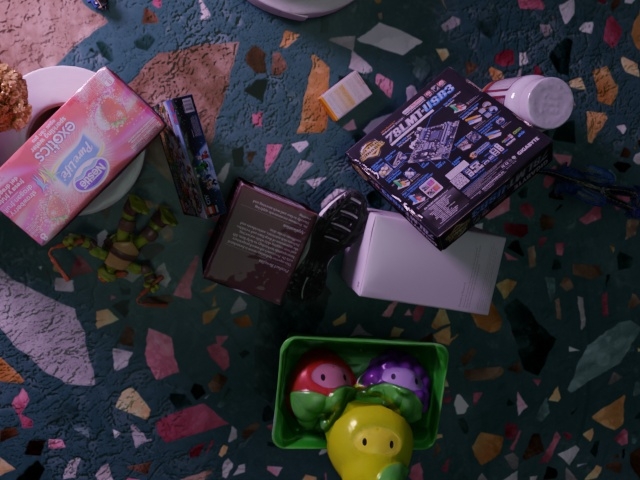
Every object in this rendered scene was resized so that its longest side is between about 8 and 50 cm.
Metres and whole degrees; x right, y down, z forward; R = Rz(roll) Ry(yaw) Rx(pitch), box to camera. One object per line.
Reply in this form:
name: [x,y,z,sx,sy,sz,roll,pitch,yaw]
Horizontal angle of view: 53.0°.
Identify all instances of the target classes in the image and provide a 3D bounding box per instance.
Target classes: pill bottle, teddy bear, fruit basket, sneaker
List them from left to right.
teddy bear: [-0.660,-0.194,1.139,0.338,0.113,0.244,-11,79,31]
sneaker: [-0.001,0.000,1.352,0.100,0.108,0.271,24,112,-24]
fruit basket: [0.088,0.348,1.329,0.393,0.392,0.282,4,99,-12]
pill bottle: [0.426,-0.285,1.351,0.121,0.221,0.121,-2,101,-11]

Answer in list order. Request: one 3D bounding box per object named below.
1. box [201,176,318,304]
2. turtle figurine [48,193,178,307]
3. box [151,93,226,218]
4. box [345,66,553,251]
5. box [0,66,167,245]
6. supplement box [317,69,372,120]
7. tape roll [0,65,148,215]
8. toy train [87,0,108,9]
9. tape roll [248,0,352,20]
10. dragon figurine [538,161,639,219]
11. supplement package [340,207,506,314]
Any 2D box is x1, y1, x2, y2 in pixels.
box: [-0.130,-0.004,1.321,0.169,0.167,0.203,23,95,-15]
turtle figurine: [-0.388,0.020,1.316,0.270,0.087,0.217,32,108,-27]
box: [-0.262,-0.162,1.268,0.044,0.159,0.232,-21,104,-25]
box: [0.252,-0.172,1.291,0.296,0.293,0.073,-40,146,-5]
box: [-0.427,-0.151,1.140,0.300,0.154,0.142,-45,105,-2]
supplement box: [0.052,-0.308,1.369,0.098,0.036,0.062,-37,105,-2]
tape roll: [-0.484,-0.192,1.252,0.287,0.100,0.285,-2,101,-11]
toy train: [-0.463,-0.512,1.234,0.036,0.027,0.158,-33,104,0]
tape roll: [-0.038,-0.642,1.272,0.393,0.072,0.391,-2,101,-11]
dragon figurine: [0.607,-0.125,1.457,0.289,0.144,0.085,18,96,-14]
supplement package: [0.214,0.039,1.392,0.293,0.177,0.175,9,98,-13]
